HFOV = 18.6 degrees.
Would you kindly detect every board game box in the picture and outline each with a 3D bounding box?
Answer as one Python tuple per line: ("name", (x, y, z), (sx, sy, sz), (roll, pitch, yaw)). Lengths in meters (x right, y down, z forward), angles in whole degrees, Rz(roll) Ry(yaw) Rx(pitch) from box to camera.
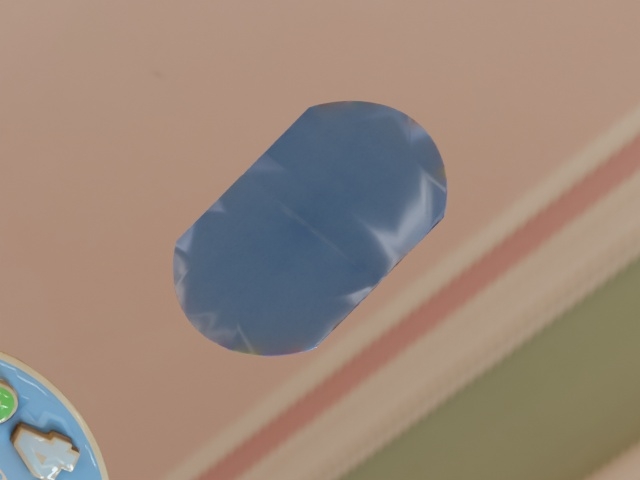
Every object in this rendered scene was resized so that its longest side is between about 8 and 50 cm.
("board game box", (0.000, 0.000, 1.097), (0.168, 0.033, 0.133), (-46, -133, -6))

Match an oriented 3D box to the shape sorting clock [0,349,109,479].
("shape sorting clock", (-0.205, 0.148, 0.983), (0.206, 0.206, 0.040), (-64, -162, 2))
